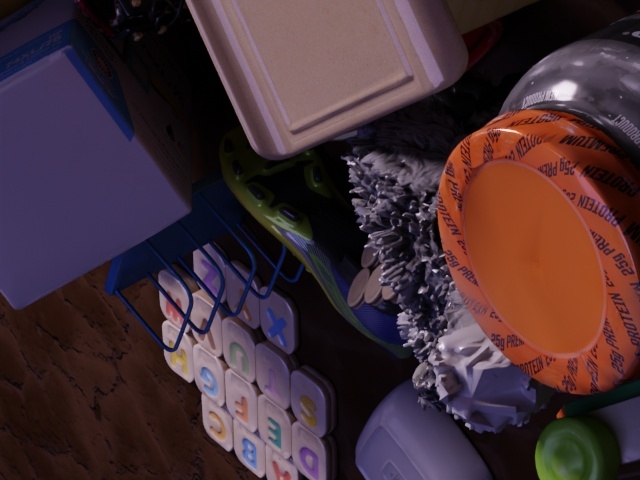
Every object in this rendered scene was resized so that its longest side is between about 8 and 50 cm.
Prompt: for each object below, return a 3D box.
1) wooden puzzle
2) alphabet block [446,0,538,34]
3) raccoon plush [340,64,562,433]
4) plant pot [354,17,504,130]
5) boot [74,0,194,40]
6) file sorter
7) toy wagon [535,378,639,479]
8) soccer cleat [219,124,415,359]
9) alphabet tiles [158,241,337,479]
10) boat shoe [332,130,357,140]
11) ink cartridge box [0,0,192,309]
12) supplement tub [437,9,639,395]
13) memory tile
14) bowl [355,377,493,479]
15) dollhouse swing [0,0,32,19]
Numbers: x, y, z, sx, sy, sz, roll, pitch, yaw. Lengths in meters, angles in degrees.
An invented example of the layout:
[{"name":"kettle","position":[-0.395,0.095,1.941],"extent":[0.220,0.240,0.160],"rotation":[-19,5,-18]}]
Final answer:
[{"name":"wooden puzzle","position":[-0.009,-0.184,1.370],"extent":[0.239,0.044,0.221],"rotation":[-20,95,54]},{"name":"alphabet block","position":[0.094,-0.282,1.361],"extent":[0.193,0.192,0.197],"rotation":[51,147,23]},{"name":"raccoon plush","position":[0.111,0.080,1.431],"extent":[0.216,0.446,0.299],"rotation":[7,124,17]},{"name":"plant pot","position":[0.024,-0.195,1.534],"extent":[0.174,0.191,0.191],"rotation":[64,149,14]},{"name":"boot","position":[-0.090,-0.203,1.695],"extent":[0.236,0.179,0.085],"rotation":[41,142,34]},{"name":"file sorter","position":[-0.103,0.013,1.885],"extent":[0.104,0.170,0.118],"rotation":[48,146,19]},{"name":"toy wagon","position":[0.311,0.098,1.244],"extent":[0.344,0.267,0.068],"rotation":[-25,74,43]},{"name":"soccer cleat","position":[-0.001,0.001,1.802],"extent":[0.289,0.093,0.121],"rotation":[44,152,31]},{"name":"alphabet tiles","position":[-0.081,0.142,2.088],"extent":[0.284,0.021,0.278],"rotation":[34,139,38]},{"name":"boat shoe","position":[0.016,-0.118,1.722],"extent":[0.152,0.056,0.049],"rotation":[-5,114,57]},{"name":"ink cartridge box","position":[-0.251,-0.116,1.824],"extent":[0.198,0.197,0.270],"rotation":[55,-166,-27]},{"name":"supplement tub","position":[0.246,-0.050,1.163],"extent":[0.207,0.338,0.207],"rotation":[34,138,38]},{"name":"memory tile","position":[0.069,-0.012,1.658],"extent":[0.012,0.148,0.113],"rotation":[25,164,-18]},{"name":"bowl","position":[0.089,0.217,1.865],"extent":[0.142,0.053,0.142],"rotation":[53,149,17]},{"name":"dollhouse swing","position":[-0.332,-0.357,1.712],"extent":[0.305,0.347,0.315],"rotation":[62,-171,5]}]
